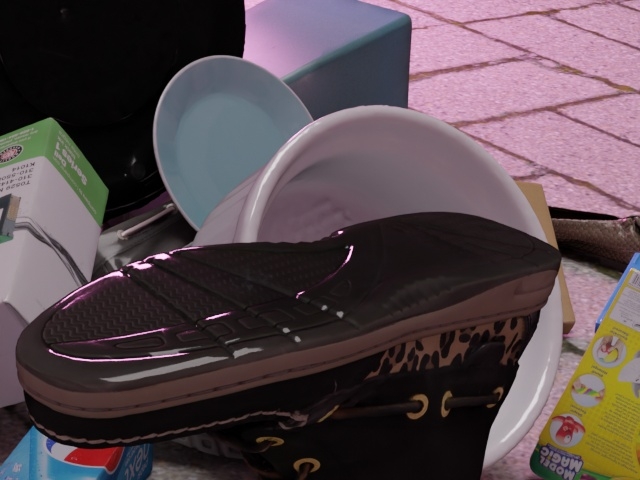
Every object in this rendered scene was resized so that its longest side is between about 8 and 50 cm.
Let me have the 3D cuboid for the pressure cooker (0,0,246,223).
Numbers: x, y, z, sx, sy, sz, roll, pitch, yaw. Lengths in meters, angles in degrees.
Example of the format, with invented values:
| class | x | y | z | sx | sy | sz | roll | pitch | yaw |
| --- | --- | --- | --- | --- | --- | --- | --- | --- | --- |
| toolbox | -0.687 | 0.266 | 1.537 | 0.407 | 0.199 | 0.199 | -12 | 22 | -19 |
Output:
| class | x | y | z | sx | sy | sz | roll | pitch | yaw |
| --- | --- | --- | --- | --- | --- | --- | --- | --- | --- |
| pressure cooker | -0.315 | -0.201 | 1.749 | 0.420 | 0.370 | 0.375 | 7 | 51 | 51 |

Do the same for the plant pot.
| class | x | y | z | sx | sy | sz | roll | pitch | yaw |
| --- | --- | --- | --- | --- | --- | --- | --- | --- | --- |
| plant pot | -0.039 | -0.154 | 2.036 | 0.165 | 0.165 | 0.234 | 21 | 34 | 33 |

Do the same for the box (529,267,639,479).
| class | x | y | z | sx | sy | sz | roll | pitch | yaw |
| --- | --- | --- | --- | --- | --- | --- | --- | --- | --- |
| box | 0.244 | 0.123 | 1.441 | 0.105 | 0.179 | 0.043 | 27 | -13 | 21 |

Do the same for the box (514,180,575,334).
| class | x | y | z | sx | sy | sz | roll | pitch | yaw |
| --- | --- | --- | --- | --- | --- | --- | --- | --- | --- |
| box | 0.126 | 0.007 | 1.716 | 0.201 | 0.021 | 0.164 | 6 | 52 | -21 |

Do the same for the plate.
| class | x | y | z | sx | sy | sz | roll | pitch | yaw |
| --- | --- | --- | --- | --- | --- | --- | --- | --- | --- |
| plate | -0.072 | -0.071 | 1.649 | 0.188 | 0.188 | 0.024 | -14 | -7 | -41 |

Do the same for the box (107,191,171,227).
| class | x | y | z | sx | sy | sz | roll | pitch | yaw |
| --- | --- | --- | --- | --- | --- | --- | --- | --- | --- |
| box | -0.058 | -0.052 | 1.891 | 0.324 | 0.063 | 0.067 | -6 | 26 | -28 |

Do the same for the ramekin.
| class | x | y | z | sx | sy | sz | roll | pitch | yaw |
| --- | --- | --- | --- | --- | --- | --- | --- | --- | --- |
| ramekin | 0.030 | 0.050 | 1.389 | 0.277 | 0.277 | 0.135 | -10 | -8 | -35 |

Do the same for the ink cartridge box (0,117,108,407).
| class | x | y | z | sx | sy | sz | roll | pitch | yaw |
| --- | --- | --- | --- | --- | --- | --- | --- | --- | --- |
| ink cartridge box | -0.263 | 0.027 | 1.437 | 0.160 | 0.092 | 0.219 | -19 | 37 | 18 |

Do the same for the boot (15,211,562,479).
| class | x | y | z | sx | sy | sz | roll | pitch | yaw |
| --- | --- | --- | --- | --- | --- | --- | --- | --- | --- |
| boot | -0.017 | 0.143 | 1.125 | 0.138 | 0.284 | 0.377 | 26 | 28 | 38 |

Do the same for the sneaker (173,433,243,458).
| class | x | y | z | sx | sy | sz | roll | pitch | yaw |
| --- | --- | --- | --- | --- | --- | --- | --- | --- | --- |
| sneaker | -0.031 | 0.103 | 1.504 | 0.297 | 0.111 | 0.129 | -9 | 7 | -36 |

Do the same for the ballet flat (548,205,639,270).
| class | x | y | z | sx | sy | sz | roll | pitch | yaw |
| --- | --- | --- | --- | --- | --- | --- | --- | --- | --- |
| ballet flat | 0.236 | -0.023 | 1.906 | 0.250 | 0.058 | 0.084 | 16 | 23 | 22 |

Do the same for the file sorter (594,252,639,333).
| class | x | y | z | sx | sy | sz | roll | pitch | yaw |
| --- | --- | --- | --- | --- | --- | --- | --- | --- | --- |
| file sorter | 0.297 | 0.095 | 1.568 | 0.118 | 0.104 | 0.170 | 13 | 23 | 16 |

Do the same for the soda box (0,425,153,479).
| class | x | y | z | sx | sy | sz | roll | pitch | yaw |
| --- | --- | --- | --- | --- | --- | --- | --- | --- | --- |
| soda box | -0.175 | 0.170 | 1.300 | 0.067 | 0.071 | 0.210 | 9 | 22 | 8 |

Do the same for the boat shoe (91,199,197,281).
| class | x | y | z | sx | sy | sz | roll | pitch | yaw |
| --- | --- | --- | --- | --- | --- | --- | --- | --- | --- |
| boat shoe | -0.110 | -0.019 | 1.712 | 0.095 | 0.112 | 0.335 | 35 | 30 | 8 |

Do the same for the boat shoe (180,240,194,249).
| class | x | y | z | sx | sy | sz | roll | pitch | yaw |
| --- | --- | --- | --- | --- | --- | --- | --- | --- | --- |
| boat shoe | -0.068 | 0.024 | 1.548 | 0.255 | 0.079 | 0.095 | -18 | 1 | -37 |
